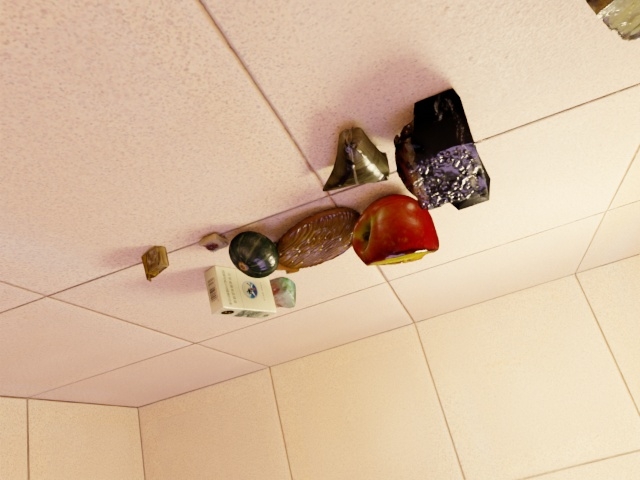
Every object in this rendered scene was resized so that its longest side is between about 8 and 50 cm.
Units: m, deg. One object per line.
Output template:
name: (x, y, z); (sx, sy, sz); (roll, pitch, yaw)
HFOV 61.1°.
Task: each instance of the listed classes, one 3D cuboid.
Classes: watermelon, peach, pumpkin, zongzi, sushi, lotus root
watermelon: (-0.224, 0.226, 2.201); (0.242, 0.094, 0.154); (-15, 150, 7)
peach: (0.250, -0.022, 1.713); (0.275, 0.245, 0.249); (6, -171, -32)
pumpkin: (-0.208, 0.044, 1.705); (0.125, 0.167, 0.167); (-37, 169, -31)
zongzi: (0.049, -0.201, 1.386); (0.205, 0.094, 0.205); (-16, 154, 25)
sushi: (0.291, -0.202, 1.356); (0.213, 0.215, 0.227); (-21, 157, 15)
lotus root: (0.583, -0.475, 1.017); (0.235, 0.138, 0.119); (6, 154, -40)

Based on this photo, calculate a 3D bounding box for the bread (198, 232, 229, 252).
bread: (-0.331, 0.007, 1.688); (0.070, 0.035, 0.083); (-22, 153, 13)

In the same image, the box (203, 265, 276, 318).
box: (-0.288, 0.190, 1.963); (0.069, 0.164, 0.257); (-33, 150, 32)

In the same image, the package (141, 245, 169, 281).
package: (-0.522, 0.074, 1.681); (0.047, 0.070, 0.131); (2, 154, -46)

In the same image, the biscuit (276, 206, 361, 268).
biscuit: (0.000, 0.000, 1.792); (0.318, 0.040, 0.317); (-20, 152, -12)

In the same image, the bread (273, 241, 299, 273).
bread: (-0.125, 0.064, 1.919); (0.088, 0.049, 0.226); (-15, 157, -5)
